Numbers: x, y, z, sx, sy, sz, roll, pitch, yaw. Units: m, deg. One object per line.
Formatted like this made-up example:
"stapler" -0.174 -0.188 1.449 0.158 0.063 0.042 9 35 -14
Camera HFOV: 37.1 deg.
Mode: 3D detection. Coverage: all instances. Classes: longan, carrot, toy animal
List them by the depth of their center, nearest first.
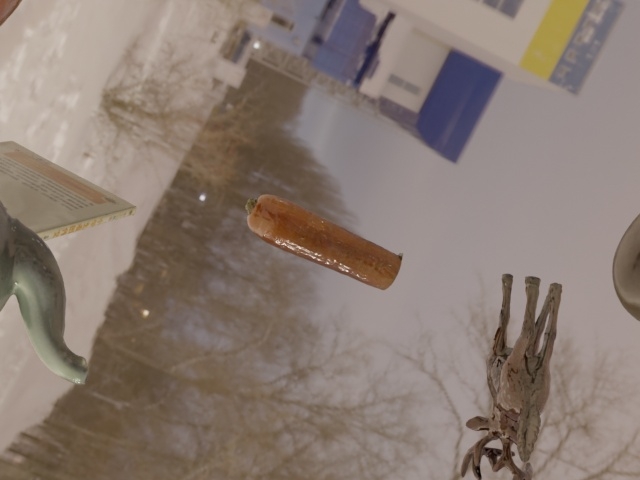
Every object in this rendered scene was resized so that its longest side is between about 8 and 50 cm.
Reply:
"toy animal" 0.205 0.166 1.044 0.243 0.087 0.259 11 90 -76
"carrot" 0.000 0.000 1.295 0.067 0.225 0.067 -157 -90 -80
"longan" 0.533 0.028 1.389 0.196 0.197 0.220 -87 -159 -68

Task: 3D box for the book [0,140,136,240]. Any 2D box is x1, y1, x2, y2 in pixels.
"book" -0.377 -0.056 1.109 0.295 0.208 0.020 -25 139 -65

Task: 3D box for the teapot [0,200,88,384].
"teapot" -0.287 0.015 0.582 0.193 0.295 0.129 150 -56 -72

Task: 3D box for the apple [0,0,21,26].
"apple" -0.493 -0.381 1.107 0.363 0.364 0.364 -63 -171 17
